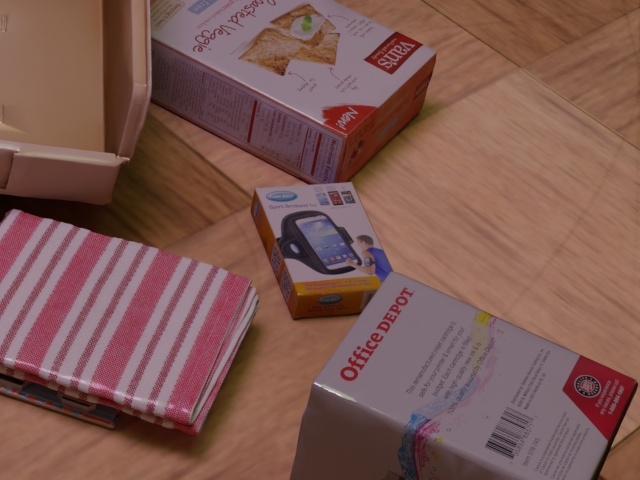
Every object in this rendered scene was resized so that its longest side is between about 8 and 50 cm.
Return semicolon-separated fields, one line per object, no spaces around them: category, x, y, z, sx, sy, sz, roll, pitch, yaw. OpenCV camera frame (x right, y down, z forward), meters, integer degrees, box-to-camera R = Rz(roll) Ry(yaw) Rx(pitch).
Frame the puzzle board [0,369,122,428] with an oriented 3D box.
puzzle board;-0.183;0.073;1.132;0.128;0.011;0.096;17;40;5

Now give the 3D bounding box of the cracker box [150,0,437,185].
cracker box;-0.042;-0.148;1.379;0.232;0.067;0.156;28;43;16

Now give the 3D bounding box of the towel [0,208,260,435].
towel;-0.152;0.055;1.134;0.197;0.029;0.144;16;41;7

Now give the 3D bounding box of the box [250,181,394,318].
box;0.000;0.000;1.254;0.081;0.028;0.136;-4;45;-20

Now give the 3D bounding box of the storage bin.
storage bin;-0.265;-0.170;1.212;0.262;0.123;0.260;6;52;-17

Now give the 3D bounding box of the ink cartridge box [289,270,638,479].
ink cartridge box;0.085;0.130;1.051;0.176;0.127;0.128;25;41;13
